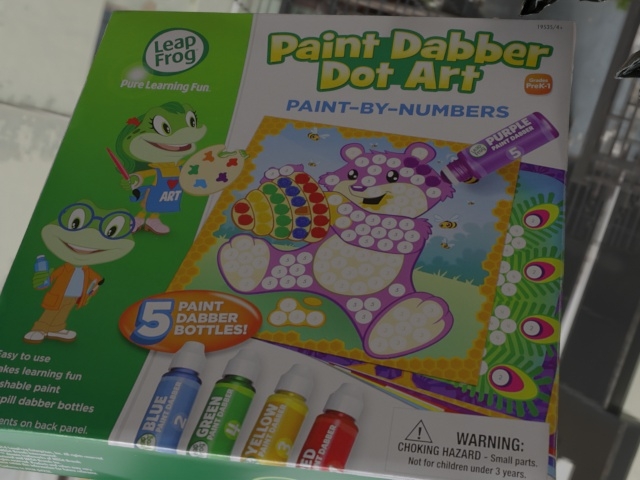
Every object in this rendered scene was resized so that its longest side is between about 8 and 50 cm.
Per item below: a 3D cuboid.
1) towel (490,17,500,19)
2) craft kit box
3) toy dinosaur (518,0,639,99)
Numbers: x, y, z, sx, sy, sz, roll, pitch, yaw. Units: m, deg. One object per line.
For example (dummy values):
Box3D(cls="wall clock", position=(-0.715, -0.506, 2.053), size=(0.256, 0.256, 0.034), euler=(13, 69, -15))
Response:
Box3D(cls="towel", position=(0.000, 0.000, 0.760), size=(0.053, 0.317, 0.332), euler=(42, 144, -8))
Box3D(cls="craft kit box", position=(-0.011, -0.003, 0.446), size=(0.250, 0.246, 0.061), euler=(4, 145, 11))
Box3D(cls="toy dinosaur", position=(0.183, -0.204, 0.473), size=(0.164, 0.218, 0.322), euler=(22, 174, -3))
